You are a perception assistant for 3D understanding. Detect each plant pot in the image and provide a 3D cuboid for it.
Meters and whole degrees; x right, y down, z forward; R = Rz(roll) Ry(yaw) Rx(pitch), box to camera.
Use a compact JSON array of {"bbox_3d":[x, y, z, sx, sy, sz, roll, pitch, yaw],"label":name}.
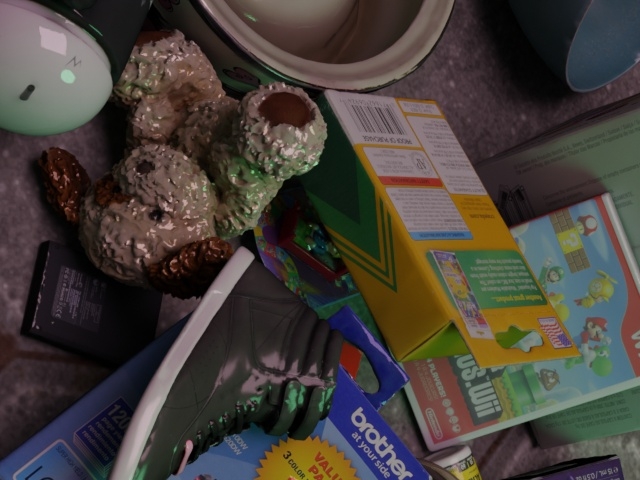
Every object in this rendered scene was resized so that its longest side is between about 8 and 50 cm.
[{"bbox_3d":[0.323,-0.349,2.162,0.195,0.290,0.290,42,45,22],"label":"plant pot"}]

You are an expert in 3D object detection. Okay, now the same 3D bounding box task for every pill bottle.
[{"bbox_3d":[0.150,0.285,1.955,0.065,0.065,0.116,-24,94,-41],"label":"pill bottle"}]

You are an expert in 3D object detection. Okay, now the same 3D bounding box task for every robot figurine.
[{"bbox_3d":[-0.243,-0.230,1.643,0.209,0.174,0.278,74,32,-61],"label":"robot figurine"}]

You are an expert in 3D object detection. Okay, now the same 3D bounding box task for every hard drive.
[{"bbox_3d":[-0.217,0.066,1.738,0.135,0.022,0.094,24,64,-33],"label":"hard drive"}]

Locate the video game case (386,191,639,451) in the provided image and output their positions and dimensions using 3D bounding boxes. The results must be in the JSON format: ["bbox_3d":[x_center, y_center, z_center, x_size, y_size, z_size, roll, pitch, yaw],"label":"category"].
[{"bbox_3d":[0.210,0.090,1.928,0.204,0.285,0.025,69,19,-3],"label":"video game case"}]

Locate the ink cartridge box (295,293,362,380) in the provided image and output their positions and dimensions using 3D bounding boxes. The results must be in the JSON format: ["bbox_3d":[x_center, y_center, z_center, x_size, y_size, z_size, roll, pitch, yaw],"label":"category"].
[{"bbox_3d":[-0.029,0.137,1.862,0.179,0.045,0.145,30,61,-27],"label":"ink cartridge box"}]

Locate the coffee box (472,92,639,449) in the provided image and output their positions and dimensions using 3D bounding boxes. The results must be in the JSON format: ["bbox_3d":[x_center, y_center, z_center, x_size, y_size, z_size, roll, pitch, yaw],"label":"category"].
[{"bbox_3d":[0.403,0.000,2.058,0.334,0.338,0.338,-25,94,-42],"label":"coffee box"}]

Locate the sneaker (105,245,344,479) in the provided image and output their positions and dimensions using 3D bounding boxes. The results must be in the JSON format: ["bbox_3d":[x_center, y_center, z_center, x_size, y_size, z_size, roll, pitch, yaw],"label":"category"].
[{"bbox_3d":[-0.074,0.145,1.543,0.147,0.104,0.295,31,52,-1],"label":"sneaker"}]

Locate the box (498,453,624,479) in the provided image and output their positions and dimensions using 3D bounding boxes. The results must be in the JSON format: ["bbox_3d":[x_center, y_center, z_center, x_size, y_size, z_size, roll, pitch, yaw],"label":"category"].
[{"bbox_3d":[0.268,0.356,2.005,0.153,0.108,0.207,-9,84,-41],"label":"box"}]

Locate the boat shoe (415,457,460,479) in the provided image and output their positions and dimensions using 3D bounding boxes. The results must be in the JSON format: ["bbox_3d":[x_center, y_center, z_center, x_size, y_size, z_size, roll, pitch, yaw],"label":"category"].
[{"bbox_3d":[0.132,0.389,1.836,0.130,0.132,0.355,-10,66,-38],"label":"boat shoe"}]

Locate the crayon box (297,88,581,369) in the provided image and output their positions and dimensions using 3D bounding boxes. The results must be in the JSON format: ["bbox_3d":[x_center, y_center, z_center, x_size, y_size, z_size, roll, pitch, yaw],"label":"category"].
[{"bbox_3d":[0.109,0.005,1.820,0.203,0.083,0.323,0,56,-53],"label":"crayon box"}]

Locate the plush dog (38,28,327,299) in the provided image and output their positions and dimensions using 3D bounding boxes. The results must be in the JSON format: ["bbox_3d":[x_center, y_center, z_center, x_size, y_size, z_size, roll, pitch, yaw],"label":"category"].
[{"bbox_3d":[-0.138,-0.048,1.740,0.225,0.262,0.210,-45,147,-27],"label":"plush dog"}]

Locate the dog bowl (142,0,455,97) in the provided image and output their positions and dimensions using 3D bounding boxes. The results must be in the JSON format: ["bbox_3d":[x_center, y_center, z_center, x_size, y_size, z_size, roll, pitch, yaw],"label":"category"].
[{"bbox_3d":[-0.051,-0.330,1.898,0.408,0.150,0.408,12,70,-37],"label":"dog bowl"}]

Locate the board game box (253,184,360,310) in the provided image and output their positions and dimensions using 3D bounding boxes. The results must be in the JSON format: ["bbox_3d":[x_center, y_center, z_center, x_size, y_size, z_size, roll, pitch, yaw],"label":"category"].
[{"bbox_3d":[0.000,0.000,1.900,0.169,0.033,0.133,-17,80,-54],"label":"board game box"}]

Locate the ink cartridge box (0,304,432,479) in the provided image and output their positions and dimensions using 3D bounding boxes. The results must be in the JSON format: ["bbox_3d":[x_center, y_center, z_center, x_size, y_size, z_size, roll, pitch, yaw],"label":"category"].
[{"bbox_3d":[-0.090,0.214,1.660,0.395,0.151,0.270,-38,87,-35],"label":"ink cartridge box"}]
